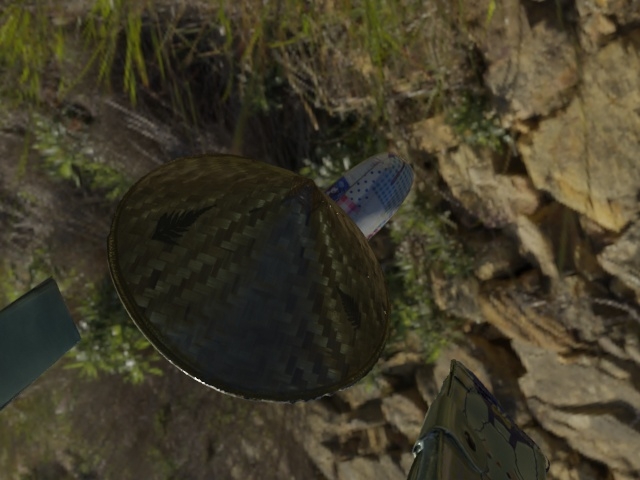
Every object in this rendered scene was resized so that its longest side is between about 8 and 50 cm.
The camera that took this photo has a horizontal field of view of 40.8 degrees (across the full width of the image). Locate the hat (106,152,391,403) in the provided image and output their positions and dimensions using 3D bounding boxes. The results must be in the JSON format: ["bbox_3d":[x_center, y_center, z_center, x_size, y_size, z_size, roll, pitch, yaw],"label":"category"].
[{"bbox_3d":[-0.017,-0.005,0.394,0.146,0.146,0.067,-4,145,-34],"label":"hat"}]

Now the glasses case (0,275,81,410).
[{"bbox_3d":[-0.391,0.138,1.056,0.056,0.105,0.266,-16,-168,15],"label":"glasses case"}]

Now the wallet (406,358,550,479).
[{"bbox_3d":[0.201,0.298,1.054,0.077,0.223,0.309,-39,-173,24],"label":"wallet"}]

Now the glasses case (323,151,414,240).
[{"bbox_3d":[0.000,0.000,1.215,0.327,0.076,0.125,-43,157,9],"label":"glasses case"}]
